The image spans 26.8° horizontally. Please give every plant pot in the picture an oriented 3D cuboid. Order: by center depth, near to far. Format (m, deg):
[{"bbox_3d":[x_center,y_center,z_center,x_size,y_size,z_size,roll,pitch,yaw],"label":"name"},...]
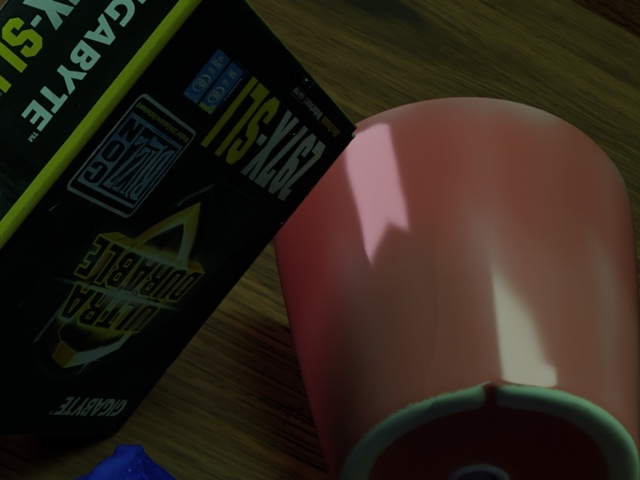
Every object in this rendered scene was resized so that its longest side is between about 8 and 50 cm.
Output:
[{"bbox_3d":[0.102,0.078,0.934,0.275,0.275,0.243,21,39,-19],"label":"plant pot"}]

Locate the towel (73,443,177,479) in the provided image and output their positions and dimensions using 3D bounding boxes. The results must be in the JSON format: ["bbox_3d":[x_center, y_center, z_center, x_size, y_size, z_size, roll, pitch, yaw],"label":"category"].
[{"bbox_3d":[-0.017,0.228,0.650,0.308,0.076,0.227,41,14,0],"label":"towel"}]

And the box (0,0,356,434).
[{"bbox_3d":[-0.113,-0.014,0.717,0.079,0.257,0.322,38,1,15],"label":"box"}]
